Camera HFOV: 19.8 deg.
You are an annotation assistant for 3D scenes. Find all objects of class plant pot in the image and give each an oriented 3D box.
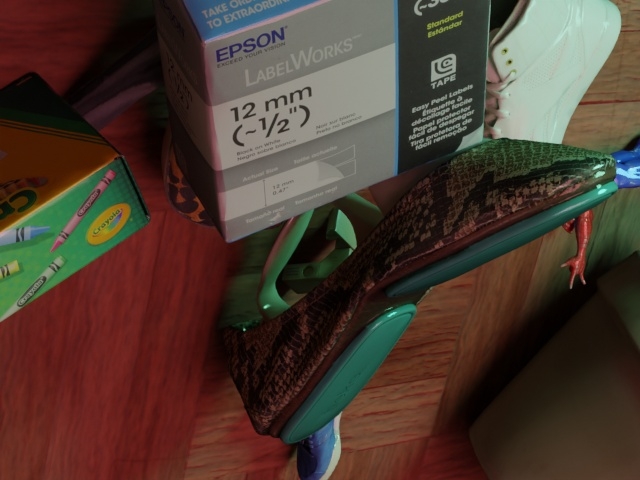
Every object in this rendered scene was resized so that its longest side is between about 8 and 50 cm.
[{"bbox_3d":[0.331,0.217,2.075,0.280,0.323,0.323,-32,136,8],"label":"plant pot"}]

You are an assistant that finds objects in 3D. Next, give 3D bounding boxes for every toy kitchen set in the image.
[{"bbox_3d":[0.000,0.000,1.831,0.068,0.075,0.083,45,47,-49],"label":"toy kitchen set"}]

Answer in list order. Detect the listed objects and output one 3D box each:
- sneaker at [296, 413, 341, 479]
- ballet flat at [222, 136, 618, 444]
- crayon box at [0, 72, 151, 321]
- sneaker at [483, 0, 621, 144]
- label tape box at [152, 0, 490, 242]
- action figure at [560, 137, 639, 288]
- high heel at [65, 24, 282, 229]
[{"bbox_3d":[-0.017,0.190,1.925,0.084,0.058,0.152,-1,115,-44],"label":"sneaker"},{"bbox_3d":[0.056,0.009,1.686,0.164,0.182,0.483,-17,160,-49],"label":"ballet flat"},{"bbox_3d":[-0.300,-0.005,1.497,0.278,0.165,0.081,-34,134,-15],"label":"crayon box"},{"bbox_3d":[0.168,-0.139,1.822,0.169,0.108,0.293,23,93,-43],"label":"sneaker"},{"bbox_3d":[0.003,-0.182,1.443,0.249,0.115,0.348,-21,145,-15],"label":"label tape box"},{"bbox_3d":[0.318,-0.040,2.004,0.280,0.091,0.139,-10,115,-33],"label":"action figure"},{"bbox_3d":[-0.071,-0.104,1.618,0.186,0.093,0.261,-33,134,25],"label":"high heel"}]
